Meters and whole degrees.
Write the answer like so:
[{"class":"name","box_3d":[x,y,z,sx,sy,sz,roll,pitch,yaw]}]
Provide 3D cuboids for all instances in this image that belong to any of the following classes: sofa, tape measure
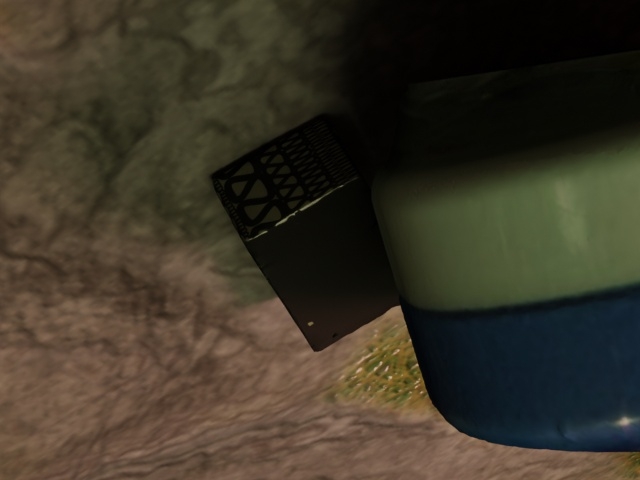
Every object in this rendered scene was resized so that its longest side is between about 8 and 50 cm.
[{"class":"sofa","box_3d":[0.000,0.000,0.694,0.060,0.039,0.118,-28,148,1]},{"class":"tape measure","box_3d":[0.154,-0.013,0.617,0.262,0.138,0.259,-9,-176,-3]}]
